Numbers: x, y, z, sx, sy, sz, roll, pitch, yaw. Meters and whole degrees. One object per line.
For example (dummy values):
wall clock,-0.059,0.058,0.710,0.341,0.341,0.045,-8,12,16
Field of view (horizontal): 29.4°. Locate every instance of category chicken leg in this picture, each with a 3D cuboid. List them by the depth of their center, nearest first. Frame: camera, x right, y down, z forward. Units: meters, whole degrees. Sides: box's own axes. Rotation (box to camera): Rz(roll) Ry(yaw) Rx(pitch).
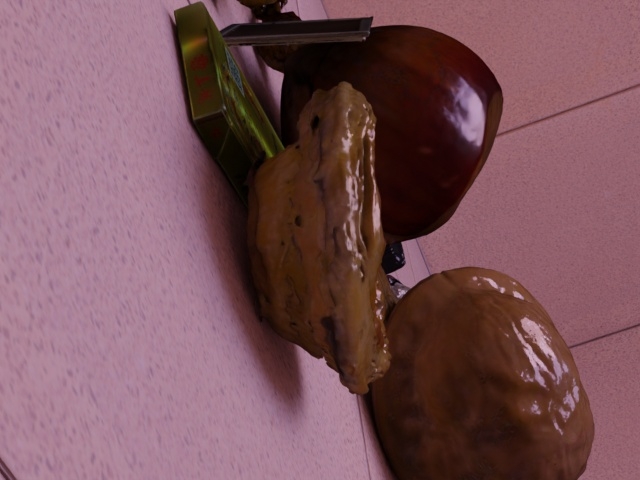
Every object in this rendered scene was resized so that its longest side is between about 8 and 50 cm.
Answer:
chicken leg,-0.065,-0.352,2.036,0.107,0.087,0.251,17,26,-26

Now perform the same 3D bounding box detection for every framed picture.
framed picture,-0.034,-0.289,1.687,0.274,0.217,0.017,-71,159,-75

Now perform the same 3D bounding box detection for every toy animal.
toy animal,0.123,0.124,2.210,0.137,0.098,0.098,95,-12,-45

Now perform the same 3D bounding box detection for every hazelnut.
hazelnut,0.097,-0.158,1.864,0.409,0.359,0.359,29,42,-77

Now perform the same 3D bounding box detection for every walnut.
walnut,0.254,0.247,1.894,0.383,0.384,0.383,-19,90,-82

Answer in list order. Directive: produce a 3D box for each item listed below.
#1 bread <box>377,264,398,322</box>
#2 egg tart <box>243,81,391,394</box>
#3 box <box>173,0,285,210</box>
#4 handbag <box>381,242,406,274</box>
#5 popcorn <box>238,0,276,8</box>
bread,0.062,0.074,1.916,0.225,0.081,0.134,-5,72,-79
egg tart,0.000,0.000,1.341,0.352,0.150,0.352,-3,90,-86
box,-0.091,-0.121,1.465,0.311,0.043,0.173,60,13,-54
handbag,0.082,-0.083,2.420,0.244,0.088,0.275,-96,161,-68
popcorn,-0.074,-0.443,1.756,0.286,0.174,0.225,-60,162,-26
